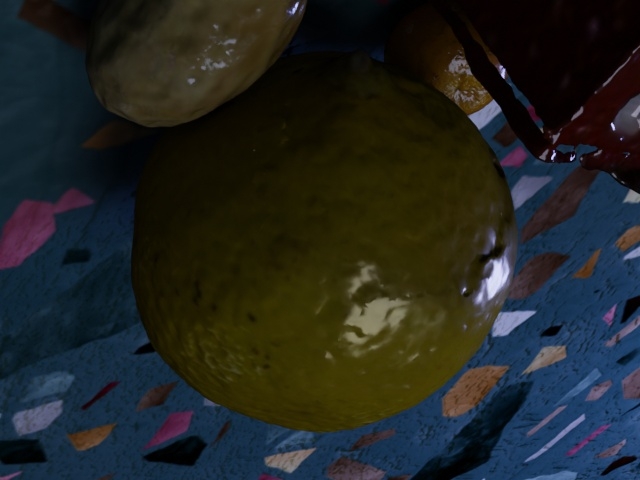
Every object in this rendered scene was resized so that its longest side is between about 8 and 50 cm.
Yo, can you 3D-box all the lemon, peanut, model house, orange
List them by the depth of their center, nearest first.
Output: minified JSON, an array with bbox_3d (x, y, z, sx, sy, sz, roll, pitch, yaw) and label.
[{"bbox_3d":[-0.049,-0.155,0.828,0.117,0.101,0.263,9,140,-19],"label":"peanut"},{"bbox_3d":[0.198,-0.179,0.909,0.160,0.196,0.254,4,135,-42],"label":"model house"},{"bbox_3d":[-0.004,0.002,0.977,0.228,0.228,0.253,-11,169,-30],"label":"lemon"},{"bbox_3d":[0.082,-0.117,1.026,0.083,0.070,0.083,-12,141,-10],"label":"orange"}]
